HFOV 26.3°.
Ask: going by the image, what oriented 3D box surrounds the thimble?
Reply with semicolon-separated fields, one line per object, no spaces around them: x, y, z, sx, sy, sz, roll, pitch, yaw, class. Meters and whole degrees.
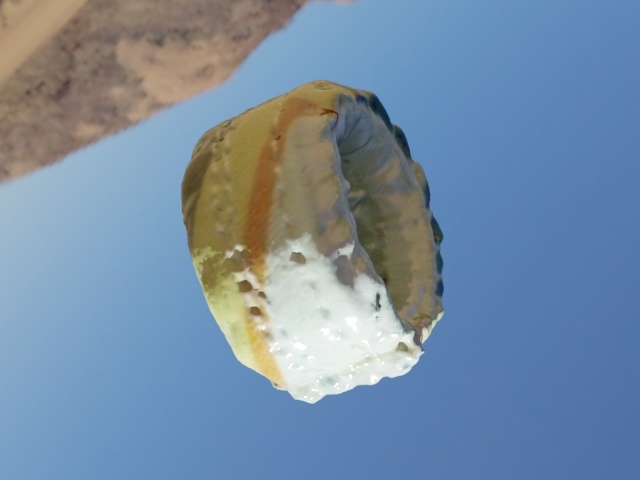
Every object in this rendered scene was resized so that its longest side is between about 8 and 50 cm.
0.000;0.000;1.286;0.167;0.288;0.254;-19;163;25;thimble
